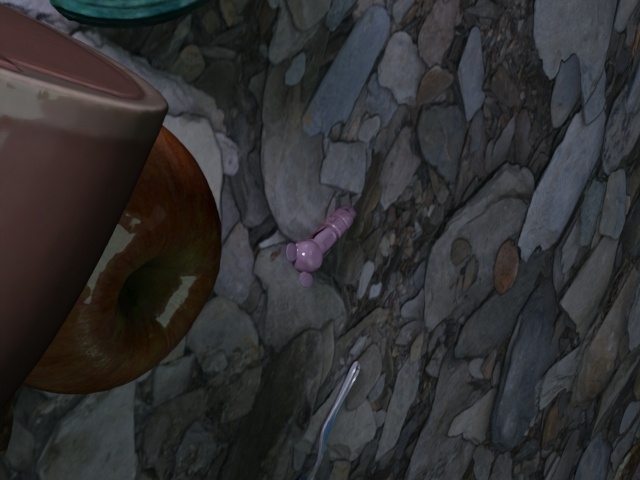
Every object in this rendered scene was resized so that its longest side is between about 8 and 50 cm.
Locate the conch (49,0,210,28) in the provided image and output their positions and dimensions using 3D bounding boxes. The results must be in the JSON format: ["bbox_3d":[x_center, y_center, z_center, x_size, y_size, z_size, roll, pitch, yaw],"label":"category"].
[{"bbox_3d":[-0.114,-0.251,0.914,0.196,0.134,0.202,-59,149,-20],"label":"conch"}]

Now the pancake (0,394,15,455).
[{"bbox_3d":[-0.304,0.147,0.952,0.235,0.029,0.212,-50,144,-31],"label":"pancake"}]

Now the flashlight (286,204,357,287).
[{"bbox_3d":[0.000,0.000,1.356,0.110,0.031,0.052,-47,118,-40],"label":"flashlight"}]

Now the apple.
[{"bbox_3d":[-0.176,-0.002,0.915,0.211,0.188,0.211,-34,136,-41],"label":"apple"}]

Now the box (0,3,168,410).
[{"bbox_3d":[-0.252,-0.032,0.685,0.301,0.301,0.216,2,113,-59],"label":"box"}]

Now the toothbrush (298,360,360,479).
[{"bbox_3d":[0.012,0.213,1.514,0.162,0.017,0.014,-64,150,-9],"label":"toothbrush"}]
